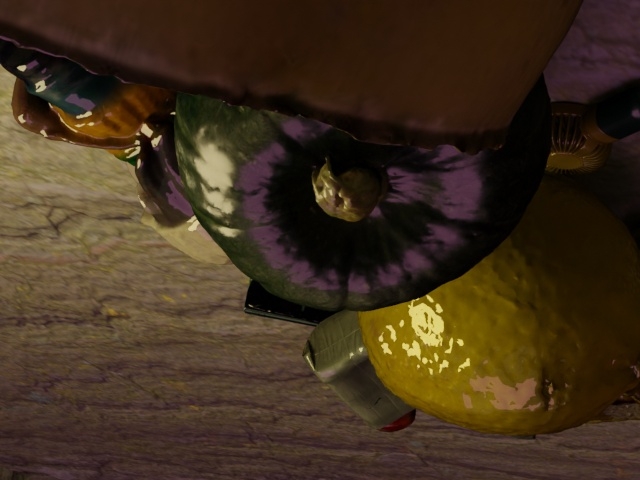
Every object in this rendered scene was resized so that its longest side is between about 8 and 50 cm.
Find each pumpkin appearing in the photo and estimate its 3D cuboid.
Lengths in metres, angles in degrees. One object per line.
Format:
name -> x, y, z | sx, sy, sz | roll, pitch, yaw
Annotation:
pumpkin -> 0.035, -0.078, 1.065 | 0.300, 0.207, 0.300 | -1, 123, -2

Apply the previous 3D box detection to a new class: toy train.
toy train -> 0.026, 0.096, 1.781 | 0.251, 0.055, 0.048 | 11, 159, 5

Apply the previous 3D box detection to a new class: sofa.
sofa -> 0.124, 0.175, 1.669 | 0.225, 0.176, 0.210 | -24, 143, 11

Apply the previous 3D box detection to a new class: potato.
potato -> -0.049, -0.260, 0.640 | 0.442, 0.319, 0.385 | 14, -159, -29

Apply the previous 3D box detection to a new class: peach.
peach -> 0.097, 0.246, 2.071 | 0.100, 0.101, 0.101 | 11, 159, 4

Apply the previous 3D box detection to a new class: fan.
fan -> 0.242, -0.098, 1.193 | 0.082, 0.039, 0.155 | 22, 156, -23

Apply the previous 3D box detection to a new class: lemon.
lemon -> 0.182, 0.057, 1.307 | 0.321, 0.268, 0.268 | 6, 159, 32

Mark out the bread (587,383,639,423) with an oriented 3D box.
bread -> 0.341, 0.175, 1.749 | 0.181, 0.096, 0.222 | 25, 157, -29

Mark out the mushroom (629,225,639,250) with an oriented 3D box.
mushroom -> 0.324, 0.061, 1.489 | 0.107, 0.087, 0.333 | 26, 154, -10

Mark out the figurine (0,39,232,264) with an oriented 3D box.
figurine -> -0.130, -0.100, 1.201 | 0.204, 0.185, 0.332 | 41, -179, 32
